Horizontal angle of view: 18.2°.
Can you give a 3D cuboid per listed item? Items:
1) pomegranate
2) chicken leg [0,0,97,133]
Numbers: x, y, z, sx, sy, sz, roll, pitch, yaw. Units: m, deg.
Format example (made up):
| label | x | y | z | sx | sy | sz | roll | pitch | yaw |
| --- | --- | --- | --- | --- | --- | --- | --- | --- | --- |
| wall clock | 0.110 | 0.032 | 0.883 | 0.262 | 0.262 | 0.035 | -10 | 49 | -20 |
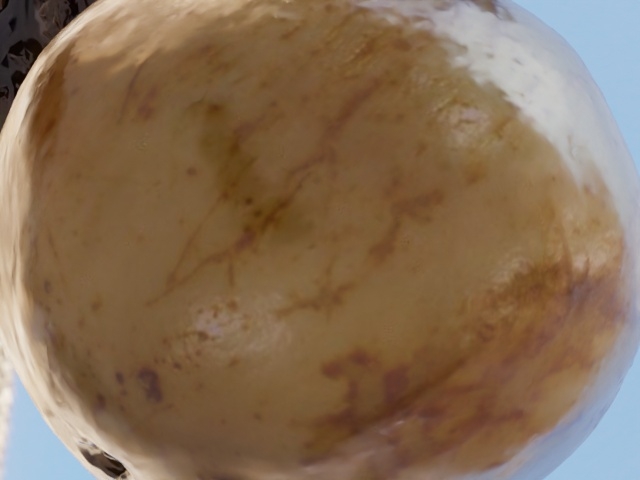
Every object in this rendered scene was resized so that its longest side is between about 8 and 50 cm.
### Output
| label | x | y | z | sx | sy | sz | roll | pitch | yaw |
| --- | --- | --- | --- | --- | --- | --- | --- | --- | --- |
| pomegranate | 0.000 | 0.000 | 0.707 | 0.248 | 0.248 | 0.248 | 2 | -84 | 25 |
| chicken leg | -0.152 | -0.093 | 0.907 | 0.177 | 0.083 | 0.322 | 13 | -93 | 32 |
